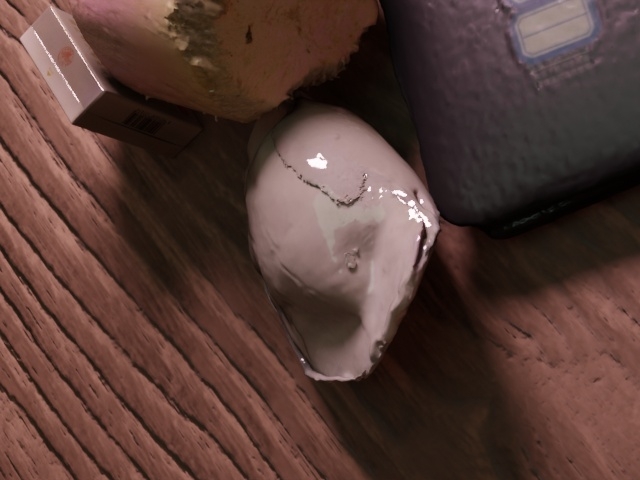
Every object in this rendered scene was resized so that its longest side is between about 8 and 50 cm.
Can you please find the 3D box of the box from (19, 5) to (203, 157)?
[{"bbox_3d":[-0.237,-0.178,1.685,0.058,0.201,0.141,-42,66,17],"label":"box"}]

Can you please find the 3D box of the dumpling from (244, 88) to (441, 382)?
[{"bbox_3d":[-0.002,-0.002,1.549,0.341,0.181,0.260,34,117,28],"label":"dumpling"}]

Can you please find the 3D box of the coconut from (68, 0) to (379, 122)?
[{"bbox_3d":[-0.112,-0.284,1.578,0.309,0.297,0.298,25,95,48],"label":"coconut"}]

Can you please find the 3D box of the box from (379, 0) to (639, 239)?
[{"bbox_3d":[0.247,-0.210,1.490,0.359,0.091,0.350,-23,73,24],"label":"box"}]
